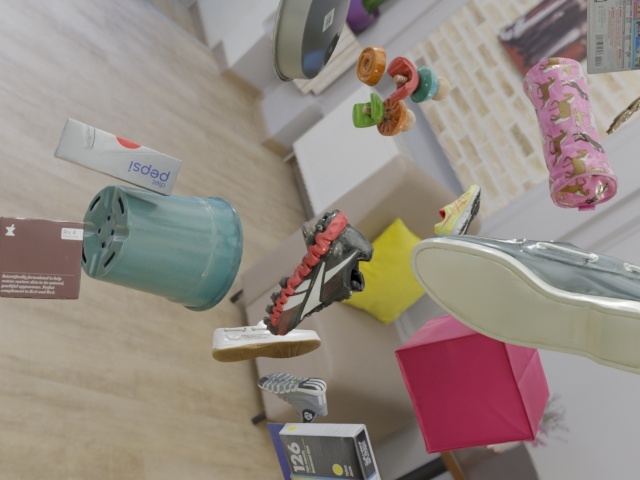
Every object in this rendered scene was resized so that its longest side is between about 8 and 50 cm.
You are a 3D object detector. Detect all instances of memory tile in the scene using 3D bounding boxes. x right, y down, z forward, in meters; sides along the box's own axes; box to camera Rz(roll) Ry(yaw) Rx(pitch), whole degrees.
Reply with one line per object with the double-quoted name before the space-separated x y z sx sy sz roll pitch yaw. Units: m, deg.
"memory tile" 0.662 -0.284 1.408 0.012 0.148 0.113 48 1 15

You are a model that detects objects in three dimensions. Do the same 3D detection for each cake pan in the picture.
"cake pan" -0.008 -0.447 1.331 0.054 0.293 0.293 22 21 11

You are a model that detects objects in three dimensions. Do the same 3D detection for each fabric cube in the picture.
"fabric cube" 0.360 0.311 1.559 0.258 0.254 0.258 -21 94 -64

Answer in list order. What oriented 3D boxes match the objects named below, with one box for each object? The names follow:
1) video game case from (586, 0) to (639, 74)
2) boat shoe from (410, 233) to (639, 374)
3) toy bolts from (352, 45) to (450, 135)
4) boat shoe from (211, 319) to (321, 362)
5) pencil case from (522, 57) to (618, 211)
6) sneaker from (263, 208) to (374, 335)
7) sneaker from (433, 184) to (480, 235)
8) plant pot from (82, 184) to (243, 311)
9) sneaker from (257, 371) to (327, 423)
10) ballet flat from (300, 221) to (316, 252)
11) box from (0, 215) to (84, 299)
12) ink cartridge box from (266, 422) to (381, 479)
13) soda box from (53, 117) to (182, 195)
"video game case" 0.637 -0.449 1.348 0.023 0.194 0.212 -57 142 -63
"boat shoe" 0.259 0.055 0.756 0.099 0.320 0.116 -44 142 -43
"toy bolts" 0.206 -0.382 1.668 0.159 0.229 0.218 5 79 -31
"boat shoe" -0.138 0.244 1.720 0.277 0.098 0.096 -2 53 -8
"pencil case" 0.605 -0.262 1.648 0.167 0.160 0.385 16 55 -29
"sneaker" 0.001 0.083 1.216 0.135 0.276 0.097 34 22 2
"sneaker" 0.381 -0.085 1.875 0.208 0.094 0.081 -55 149 -29
"plant pot" -0.449 0.006 1.844 0.334 0.341 0.341 16 43 -44
"sneaker" -0.073 0.430 1.791 0.086 0.229 0.132 -23 106 -45
"ballet flat" 0.000 0.000 1.362 0.250 0.058 0.084 6 69 -88
"box" -0.616 0.044 1.474 0.169 0.203 0.166 5 84 -23
"ink cartridge box" 0.009 0.585 1.602 0.072 0.307 0.303 -26 102 -53
"soda box" -0.493 -0.200 1.650 0.286 0.098 0.091 21 -4 -23
